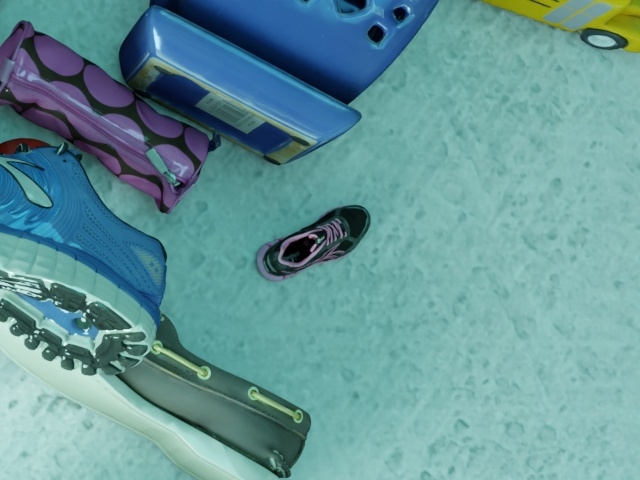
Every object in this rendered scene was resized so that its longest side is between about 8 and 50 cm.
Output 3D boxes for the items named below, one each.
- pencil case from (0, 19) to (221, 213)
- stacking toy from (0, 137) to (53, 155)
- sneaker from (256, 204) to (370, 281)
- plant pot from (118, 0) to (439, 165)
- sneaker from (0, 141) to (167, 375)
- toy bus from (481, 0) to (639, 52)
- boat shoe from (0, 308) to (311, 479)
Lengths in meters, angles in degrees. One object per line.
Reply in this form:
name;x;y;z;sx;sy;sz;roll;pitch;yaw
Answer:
pencil case;-0.198;-0.109;1.666;0.209;0.098;0.095;31;112;-14
stacking toy;-0.373;-0.074;1.615;0.330;0.141;0.141;13;77;-21
sneaker;0.000;0.000;1.739;0.119;0.057;0.047;-29;88;-20
plant pot;-0.044;-0.202;1.674;0.236;0.236;0.212;28;79;-11
sneaker;-0.273;-0.020;1.545;0.330;0.130;0.147;31;44;-11
toy bus;0.198;-0.287;1.808;0.332;0.130;0.108;17;76;-13
boat shoe;-0.154;0.114;1.646;0.324;0.116;0.097;34;68;-12
